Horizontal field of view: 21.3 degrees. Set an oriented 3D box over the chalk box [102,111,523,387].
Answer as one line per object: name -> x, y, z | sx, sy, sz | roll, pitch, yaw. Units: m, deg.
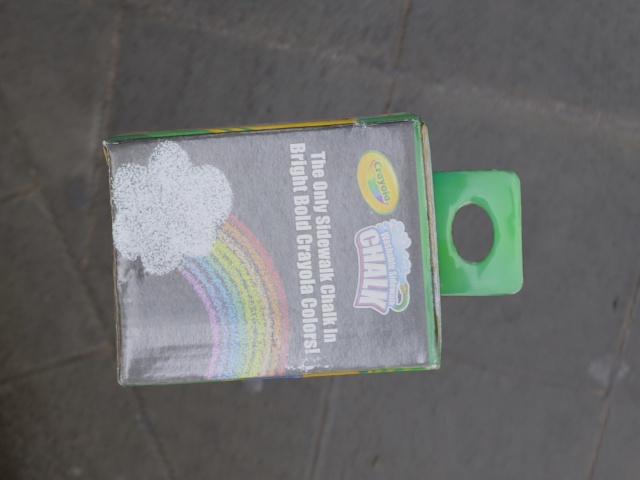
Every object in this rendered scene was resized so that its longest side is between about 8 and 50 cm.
chalk box -> 0.000, 0.000, 0.910 | 0.213, 0.132, 0.132 | -3, 95, 0
